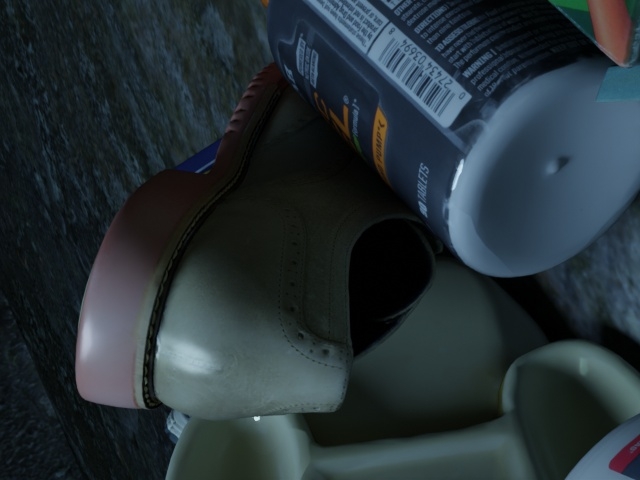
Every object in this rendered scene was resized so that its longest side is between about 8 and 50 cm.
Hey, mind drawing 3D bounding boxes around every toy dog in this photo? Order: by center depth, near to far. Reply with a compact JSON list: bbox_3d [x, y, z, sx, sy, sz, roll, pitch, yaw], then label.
[{"bbox_3d":[0.053,0.240,0.992,0.395,0.285,0.408,-115,13,-55],"label":"toy dog"}]

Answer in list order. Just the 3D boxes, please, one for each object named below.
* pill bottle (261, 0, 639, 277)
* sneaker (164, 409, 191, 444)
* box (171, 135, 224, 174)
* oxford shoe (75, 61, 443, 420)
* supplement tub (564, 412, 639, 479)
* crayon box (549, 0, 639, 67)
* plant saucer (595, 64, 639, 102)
[{"bbox_3d":[0.056,-0.099,0.831,0.245,0.130,0.130,49,153,42],"label":"pill bottle"},{"bbox_3d":[-0.051,0.095,1.191,0.283,0.110,0.122,-132,63,-74],"label":"sneaker"},{"bbox_3d":[-0.074,-0.028,1.218,0.036,0.136,0.225,47,153,16],"label":"box"},{"bbox_3d":[0.000,0.000,0.894,0.146,0.397,0.140,14,118,11],"label":"oxford shoe"},{"bbox_3d":[0.220,0.175,0.618,0.272,0.191,0.191,16,126,65],"label":"supplement tub"},{"bbox_3d":[0.080,-0.249,0.685,0.318,0.081,0.202,52,155,36],"label":"crayon box"},{"bbox_3d":[0.187,-0.071,0.626,0.192,0.067,0.018,6,110,67],"label":"plant saucer"}]
